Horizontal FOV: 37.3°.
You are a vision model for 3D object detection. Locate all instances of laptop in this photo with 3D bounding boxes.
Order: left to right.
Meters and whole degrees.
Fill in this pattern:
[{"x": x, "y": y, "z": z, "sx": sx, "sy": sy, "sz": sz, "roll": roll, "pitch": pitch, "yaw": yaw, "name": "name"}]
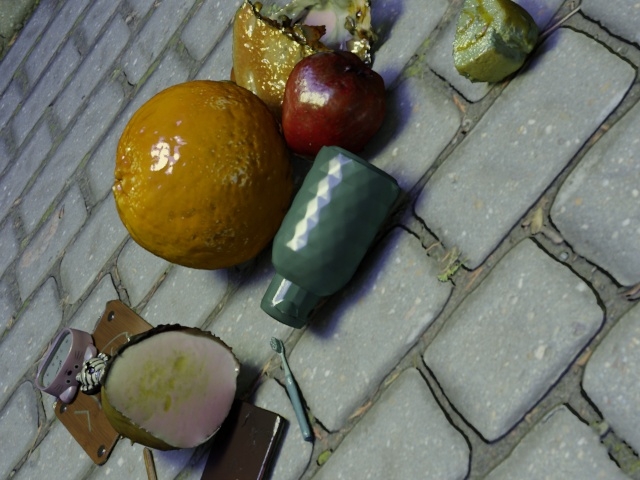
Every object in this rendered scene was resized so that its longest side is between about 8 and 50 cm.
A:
[{"x": -0.135, "y": 0.366, "z": 1.526, "sx": 0.154, "sy": 0.026, "sz": 0.207, "roll": 7, "pitch": 73, "yaw": 49, "name": "laptop"}]

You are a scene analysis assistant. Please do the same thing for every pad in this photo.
[{"x": -0.436, "y": 0.280, "z": 1.943, "sx": 0.286, "sy": 0.018, "sz": 0.284, "roll": 25, "pitch": 86, "yaw": 52, "name": "pad"}]

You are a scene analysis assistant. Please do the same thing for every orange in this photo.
[{"x": -0.219, "y": -0.115, "z": 1.679, "sx": 0.341, "sy": 0.293, "sz": 0.340, "roll": 8, "pitch": 100, "yaw": 59, "name": "orange"}]

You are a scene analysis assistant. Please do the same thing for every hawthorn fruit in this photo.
[{"x": 0.017, "y": -0.216, "z": 1.617, "sx": 0.202, "sy": 0.185, "sz": 0.185, "roll": -61, "pitch": 33, "yaw": 29, "name": "hawthorn fruit"}]

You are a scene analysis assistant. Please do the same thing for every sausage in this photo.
[{"x": -0.306, "y": 0.410, "z": 1.704, "sx": 0.015, "sy": 0.015, "sz": 0.100, "roll": -47, "pitch": 40, "yaw": 18, "name": "sausage"}]

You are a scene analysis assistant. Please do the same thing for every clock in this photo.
[{"x": -0.541, "y": 0.265, "z": 2.012, "sx": 0.110, "sy": 0.050, "sz": 0.152, "roll": 31, "pitch": 92, "yaw": 52, "name": "clock"}]

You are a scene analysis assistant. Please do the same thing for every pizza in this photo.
[{"x": -0.058, "y": -0.316, "z": 1.746, "sx": 0.229, "sy": 0.081, "sz": 0.289, "roll": -12, "pitch": 97, "yaw": 39, "name": "pizza"}]

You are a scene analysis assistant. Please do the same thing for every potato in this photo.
[{"x": -0.279, "y": 0.254, "z": 1.643, "sx": 0.266, "sy": 0.229, "sz": 0.229, "roll": 150, "pitch": 140, "yaw": -70, "name": "potato"}]

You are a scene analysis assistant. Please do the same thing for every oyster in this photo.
[{"x": -0.014, "y": -0.375, "z": 1.815, "sx": 0.355, "sy": 0.107, "sz": 0.201, "roll": -9, "pitch": 93, "yaw": 40, "name": "oyster"}]

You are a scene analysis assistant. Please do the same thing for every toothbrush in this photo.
[{"x": -0.047, "y": 0.232, "z": 1.512, "sx": 0.016, "sy": 0.019, "sz": 0.219, "roll": -41, "pitch": 41, "yaw": 17, "name": "toothbrush"}]

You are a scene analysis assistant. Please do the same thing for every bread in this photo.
[{"x": 0.272, "y": -0.320, "z": 1.429, "sx": 0.110, "sy": 0.103, "sz": 0.156, "roll": -2, "pitch": 72, "yaw": 55, "name": "bread"}]

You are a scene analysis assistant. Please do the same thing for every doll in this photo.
[{"x": -0.415, "y": 0.268, "z": 1.859, "sx": 0.219, "sy": 0.067, "sz": 0.091, "roll": -4, "pitch": 54, "yaw": 53, "name": "doll"}]

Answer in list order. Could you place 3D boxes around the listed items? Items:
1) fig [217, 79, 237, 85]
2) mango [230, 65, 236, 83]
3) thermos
[{"x": -0.170, "y": -0.245, "z": 1.876, "sx": 0.121, "sy": 0.136, "sz": 0.153, "roll": -26, "pitch": 69, "yaw": 10, "name": "fig"}, {"x": -0.155, "y": -0.355, "z": 1.989, "sx": 0.080, "sy": 0.060, "sz": 0.114, "roll": -43, "pitch": 39, "yaw": 47, "name": "mango"}, {"x": 0.000, "y": 0.000, "z": 1.517, "sx": 0.286, "sy": 0.145, "sz": 0.182, "roll": -61, "pitch": 5, "yaw": 2, "name": "thermos"}]
